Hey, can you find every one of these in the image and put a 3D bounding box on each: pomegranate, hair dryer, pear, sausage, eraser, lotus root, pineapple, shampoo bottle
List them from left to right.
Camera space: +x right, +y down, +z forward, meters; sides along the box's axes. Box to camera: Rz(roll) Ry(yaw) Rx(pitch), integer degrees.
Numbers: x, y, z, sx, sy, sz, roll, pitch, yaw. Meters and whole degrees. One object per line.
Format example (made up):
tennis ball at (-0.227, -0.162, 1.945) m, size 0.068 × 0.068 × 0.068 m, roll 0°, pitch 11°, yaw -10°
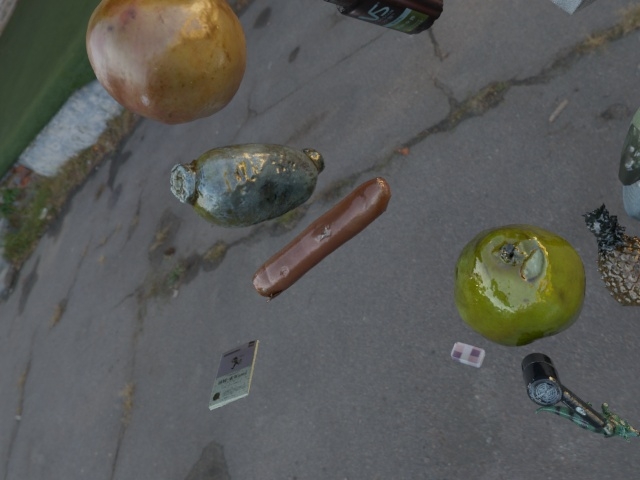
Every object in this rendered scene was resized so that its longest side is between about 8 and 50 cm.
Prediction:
pomegranate at (-0.333, -0.399, 1.081) m, size 0.338 × 0.338 × 0.338 m, roll -23°, pitch 54°, yaw 36°
lotus root at (-0.125, -0.120, 1.014) m, size 0.175 × 0.349 × 0.175 m, roll 27°, pitch 125°, yaw 48°
sausage at (0.000, 0.000, 1.170) m, size 0.419 × 0.094 × 0.094 m, roll -38°, pitch 22°, yaw 16°
shampoo bottle at (0.138, -0.546, 1.108) m, size 0.129 × 0.323 × 0.084 m, roll -15°, pitch 85°, yaw 47°
eraser at (0.514, 0.397, 1.699) m, size 0.105 × 0.026 × 0.065 m, roll 11°, pitch 55°, yaw 33°
pear at (0.417, 0.097, 1.038) m, size 0.269 × 0.321 × 0.269 m, roll -20°, pitch 51°, yaw 26°
hair dryer at (0.532, 0.345, 1.045) m, size 0.071 × 0.219 × 0.124 m, roll -52°, pitch -3°, yaw 21°
pineapple at (1.031, 0.047, 1.683) m, size 0.202 × 0.202 × 0.362 m, roll -36°, pitch 87°, yaw 27°

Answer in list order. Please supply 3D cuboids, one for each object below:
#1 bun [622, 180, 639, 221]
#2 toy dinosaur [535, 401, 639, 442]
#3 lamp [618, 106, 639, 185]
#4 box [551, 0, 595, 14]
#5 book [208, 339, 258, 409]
bun at (1.065, -0.231, 1.516) m, size 0.194 × 0.354 × 0.355 m, roll 3°, pitch 70°, yaw 23°
toy dinosaur at (0.857, 0.564, 1.561) m, size 0.292 × 0.120 × 0.079 m, roll 12°, pitch 106°, yaw 46°
lamp at (0.710, -0.230, 1.042) m, size 0.101 × 0.101 × 0.250 m, roll -121°, pitch 31°, yaw -45°
box at (0.574, -0.561, 0.972) m, size 0.067 × 0.233 × 0.149 m, roll 45°, pitch 148°, yaw 18°
book at (-0.227, 0.351, 1.290) m, size 0.127 × 0.014 × 0.182 m, roll -25°, pitch 31°, yaw 20°
